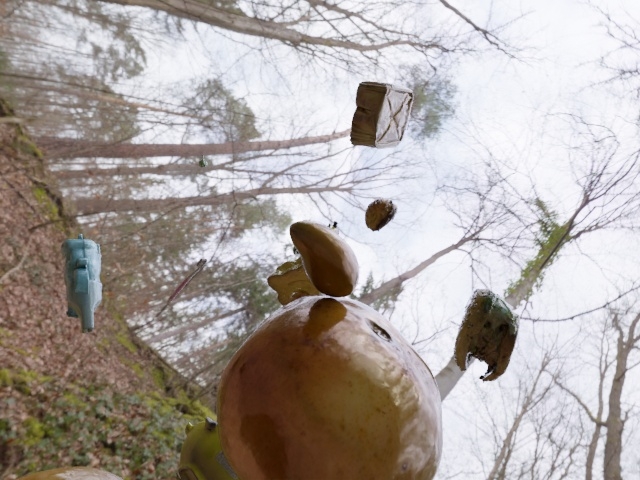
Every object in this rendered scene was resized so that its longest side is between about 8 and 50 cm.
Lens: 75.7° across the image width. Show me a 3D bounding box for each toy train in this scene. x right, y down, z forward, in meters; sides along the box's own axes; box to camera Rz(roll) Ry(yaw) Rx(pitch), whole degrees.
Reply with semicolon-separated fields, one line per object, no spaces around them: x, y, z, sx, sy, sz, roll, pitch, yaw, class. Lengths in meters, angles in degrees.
0.000;0.000;1.555;0.100;0.296;0.161;26;-80;18;toy train

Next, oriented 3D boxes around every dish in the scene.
-0.286;0.608;1.072;0.221;0.108;0.263;-31;-89;39;dish

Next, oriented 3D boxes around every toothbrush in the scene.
-0.510;0.155;1.553;0.286;0.025;0.020;-44;-129;27;toothbrush

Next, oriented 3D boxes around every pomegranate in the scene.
0.017;0.309;0.750;0.416;0.416;0.418;11;-73;38;pomegranate

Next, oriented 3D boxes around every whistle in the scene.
-0.617;0.104;1.071;0.186;0.093;0.274;-43;-123;44;whistle

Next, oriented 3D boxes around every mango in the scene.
0.011;0.029;0.699;0.102;0.085;0.184;15;-32;35;mango

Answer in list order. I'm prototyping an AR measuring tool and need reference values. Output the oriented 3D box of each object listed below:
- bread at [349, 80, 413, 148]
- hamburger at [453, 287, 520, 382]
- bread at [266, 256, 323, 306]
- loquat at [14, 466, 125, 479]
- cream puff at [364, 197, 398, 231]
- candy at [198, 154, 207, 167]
0.178;-0.376;1.242;0.109;0.209;0.192;24;-60;32;bread
0.535;0.286;1.319;0.167;0.288;0.192;19;-30;18;hamburger
-0.054;0.132;1.228;0.160;0.088;0.233;-15;-46;7;bread
-0.337;0.426;0.512;0.262;0.262;0.264;11;-73;38;loquat
0.212;-0.095;1.477;0.133;0.119;0.104;-43;-90;4;cream puff
-0.341;-0.232;1.191;0.025;0.023;0.083;37;-14;-5;candy
